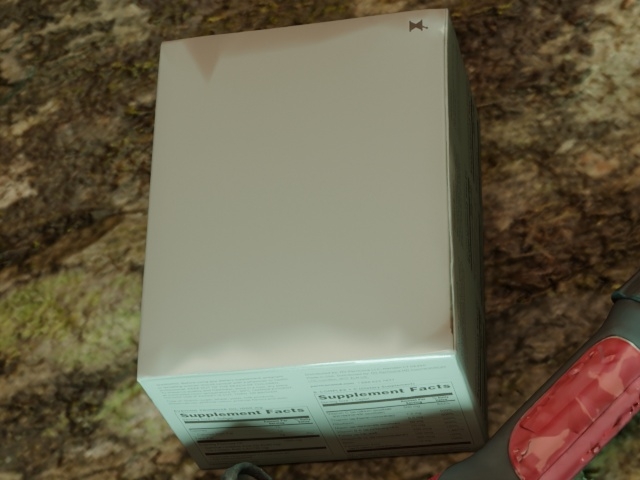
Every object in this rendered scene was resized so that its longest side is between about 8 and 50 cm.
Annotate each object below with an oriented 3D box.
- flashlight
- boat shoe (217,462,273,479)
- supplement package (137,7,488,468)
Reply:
[{"bbox_3d":[0.152,0.125,1.184,0.304,0.103,0.103,-43,58,-11],"label":"flashlight"},{"bbox_3d":[0.004,0.264,1.128,0.105,0.113,0.306,-50,46,20],"label":"boat shoe"},{"bbox_3d":[0.000,0.000,1.272,0.204,0.145,0.262,-5,59,11],"label":"supplement package"}]
